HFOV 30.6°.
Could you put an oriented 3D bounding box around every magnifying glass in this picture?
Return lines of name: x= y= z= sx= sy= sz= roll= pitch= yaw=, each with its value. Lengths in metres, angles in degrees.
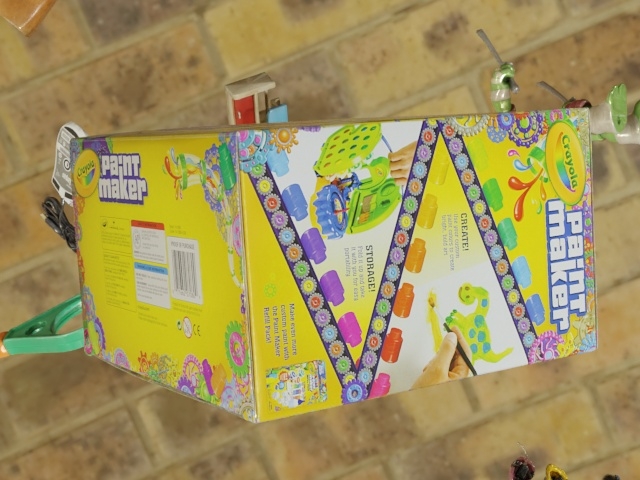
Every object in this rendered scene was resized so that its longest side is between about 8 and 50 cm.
magnifying glass: x=-0.293 y=0.095 z=1.179 sx=0.230 sy=0.026 sz=0.092 roll=-19 pitch=-157 yaw=14

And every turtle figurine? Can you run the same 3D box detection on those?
turtle figurine: x=0.356 y=-0.219 z=1.771 sx=0.266 sy=0.198 sz=0.275 roll=2 pitch=-130 yaw=41

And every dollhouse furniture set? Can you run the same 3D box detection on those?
dollhouse furniture set: x=-0.111 y=-0.146 z=1.883 sx=0.128 sy=0.184 sz=0.129 roll=-22 pitch=-135 yaw=-20

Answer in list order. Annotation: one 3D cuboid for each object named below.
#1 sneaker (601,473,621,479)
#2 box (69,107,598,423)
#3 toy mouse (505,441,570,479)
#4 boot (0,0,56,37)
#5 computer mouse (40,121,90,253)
sneaker: x=0.304 y=0.360 z=1.436 sx=0.188 sy=0.078 sz=0.067 roll=-50 pitch=168 yaw=1
box: x=0.000 y=0.000 z=0.862 sx=0.279 sy=0.177 sz=0.290 roll=-7 pitch=-173 yaw=-31
toy mouse: x=0.334 y=0.404 z=1.860 sx=0.143 sy=0.161 sz=0.031 roll=-25 pitch=163 yaw=-33
boot: x=-0.411 y=-0.470 z=1.640 sx=0.280 sy=0.264 sz=0.096 roll=-43 pitch=-174 yaw=9
computer mouse: x=-0.349 y=-0.083 z=1.671 sx=0.042 sy=0.106 sz=0.193 roll=-17 pitch=139 yaw=-43
